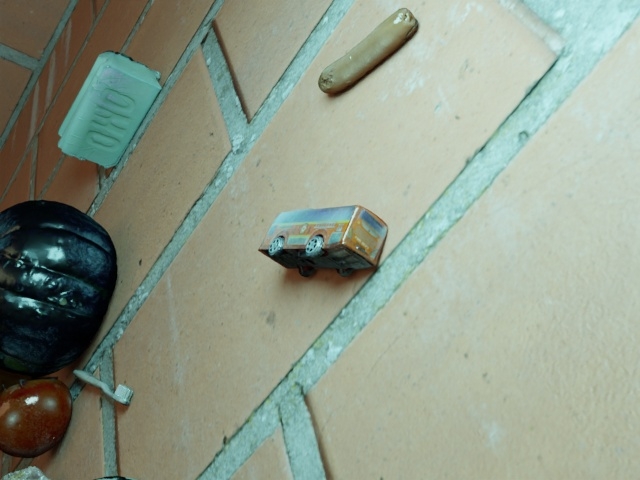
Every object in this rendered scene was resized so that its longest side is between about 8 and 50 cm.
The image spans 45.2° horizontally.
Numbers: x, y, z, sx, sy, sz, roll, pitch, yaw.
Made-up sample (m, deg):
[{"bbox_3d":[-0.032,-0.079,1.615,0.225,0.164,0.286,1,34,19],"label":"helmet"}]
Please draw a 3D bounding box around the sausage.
[{"bbox_3d":[0.056,-0.247,1.032,0.186,0.043,0.043,-30,47,45],"label":"sausage"}]

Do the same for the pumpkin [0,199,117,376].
[{"bbox_3d":[-0.577,0.093,1.568,0.363,0.266,0.363,-35,40,37],"label":"pumpkin"}]

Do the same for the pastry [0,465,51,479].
[{"bbox_3d":[-0.599,0.521,1.485,0.265,0.103,0.112,-41,22,46],"label":"pastry"}]

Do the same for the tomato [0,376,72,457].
[{"bbox_3d":[-0.568,0.348,1.511,0.167,0.167,0.167,-34,44,42],"label":"tomato"}]

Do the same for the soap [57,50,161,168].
[{"bbox_3d":[-0.498,-0.303,1.804,0.261,0.150,0.094,-52,31,24],"label":"soap"}]

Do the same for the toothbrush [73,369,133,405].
[{"bbox_3d":[-0.411,0.265,1.435,0.307,0.025,0.029,1,64,56],"label":"toothbrush"}]

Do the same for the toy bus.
[{"bbox_3d":[0.000,0.000,0.944,0.192,0.065,0.077,-2,59,56],"label":"toy bus"}]

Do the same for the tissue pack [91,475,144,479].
[{"bbox_3d":[-0.198,0.340,0.923,0.103,0.170,0.090,-23,53,47],"label":"tissue pack"}]

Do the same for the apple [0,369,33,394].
[{"bbox_3d":[-0.794,0.327,1.771,0.264,0.264,0.264,-34,44,42],"label":"apple"}]
